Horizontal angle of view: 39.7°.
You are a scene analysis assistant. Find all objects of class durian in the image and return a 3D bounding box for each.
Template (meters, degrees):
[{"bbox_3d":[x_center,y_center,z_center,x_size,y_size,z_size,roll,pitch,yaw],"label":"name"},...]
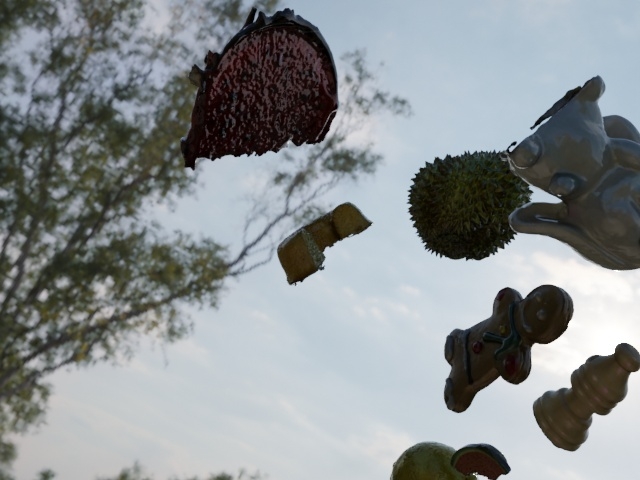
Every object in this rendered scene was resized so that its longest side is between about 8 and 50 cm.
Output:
[{"bbox_3d":[0.316,-0.086,1.865,0.291,0.225,0.291,-3,-36,-2],"label":"durian"}]

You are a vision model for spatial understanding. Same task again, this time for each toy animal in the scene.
[{"bbox_3d":[0.397,-0.080,1.338,0.174,0.249,0.289,113,-44,-73],"label":"toy animal"}]

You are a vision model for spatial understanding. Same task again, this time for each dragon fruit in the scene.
[{"bbox_3d":[-0.098,-0.280,1.541,0.100,0.343,0.282,42,-54,33],"label":"dragon fruit"}]

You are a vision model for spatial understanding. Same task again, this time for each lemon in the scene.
[{"bbox_3d":[0.226,0.492,1.783,0.206,0.174,0.173,7,-30,37],"label":"lemon"}]

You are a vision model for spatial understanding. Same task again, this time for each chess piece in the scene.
[{"bbox_3d":[0.632,0.350,2.049,0.124,0.139,0.307,15,-47,-21],"label":"chess piece"}]

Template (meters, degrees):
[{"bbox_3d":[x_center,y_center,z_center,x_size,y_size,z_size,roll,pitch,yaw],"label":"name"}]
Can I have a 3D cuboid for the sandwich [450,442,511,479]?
[{"bbox_3d":[0.295,0.406,1.636,0.135,0.029,0.067,-10,-84,49],"label":"sandwich"}]

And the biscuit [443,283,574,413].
[{"bbox_3d":[0.320,0.172,1.571,0.049,0.197,0.301,26,-46,-28],"label":"biscuit"}]

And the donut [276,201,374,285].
[{"bbox_3d":[-0.004,0.001,1.483,0.078,0.181,0.146,53,-27,-7],"label":"donut"}]
